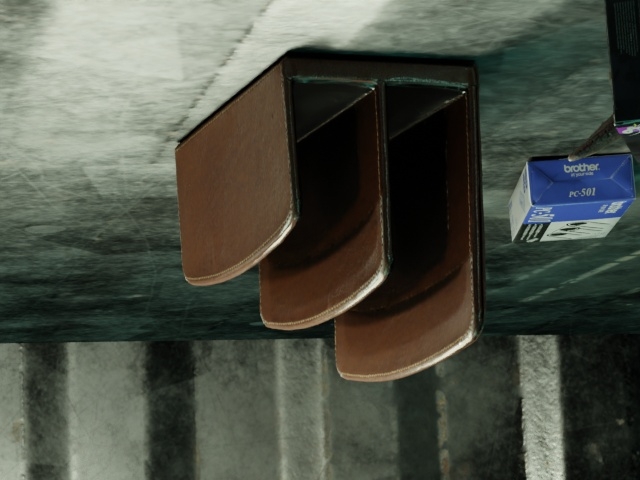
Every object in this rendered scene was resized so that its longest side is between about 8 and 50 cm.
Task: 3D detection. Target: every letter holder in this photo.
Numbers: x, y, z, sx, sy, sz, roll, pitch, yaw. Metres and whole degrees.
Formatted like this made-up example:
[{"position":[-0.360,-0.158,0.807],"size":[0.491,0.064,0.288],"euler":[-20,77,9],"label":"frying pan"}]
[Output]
[{"position":[0.000,0.000,1.509],"size":[0.152,0.214,0.302],"euler":[1,170,-19],"label":"letter holder"}]

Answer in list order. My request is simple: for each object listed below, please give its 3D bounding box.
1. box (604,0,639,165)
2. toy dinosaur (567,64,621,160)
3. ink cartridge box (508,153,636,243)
[{"position":[0.196,-0.112,1.192],"size":[0.029,0.116,0.162],"euler":[-6,171,13],"label":"box"},{"position":[0.317,-0.094,1.314],"size":[0.295,0.127,0.200],"euler":[5,169,-26],"label":"toy dinosaur"},{"position":[0.236,-0.038,1.858],"size":[0.097,0.046,0.207],"euler":[-4,170,0],"label":"ink cartridge box"}]
